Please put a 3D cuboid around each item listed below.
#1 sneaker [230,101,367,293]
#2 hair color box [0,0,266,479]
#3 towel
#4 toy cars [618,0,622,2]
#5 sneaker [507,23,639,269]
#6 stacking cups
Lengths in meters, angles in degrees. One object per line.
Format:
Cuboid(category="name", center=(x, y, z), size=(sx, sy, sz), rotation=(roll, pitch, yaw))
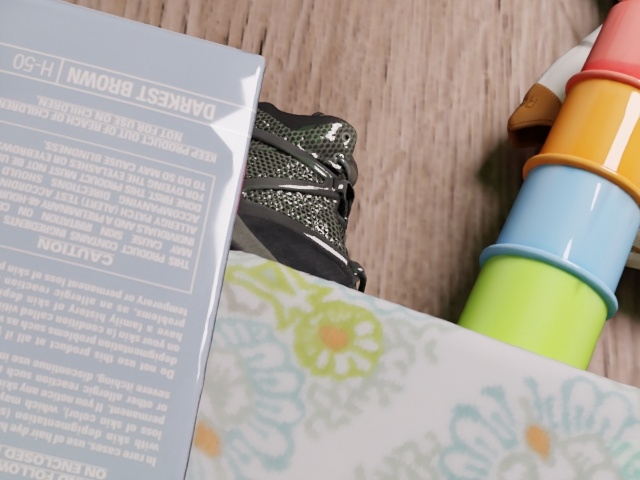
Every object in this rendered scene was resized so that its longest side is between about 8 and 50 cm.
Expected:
Cuboid(category="sneaker", center=(0.000, 0.000, 0.929), size=(0.130, 0.087, 0.227), rotation=(-31, 62, -23))
Cuboid(category="hair color box", center=(-0.118, 0.117, 0.561), size=(0.113, 0.185, 0.375), rotation=(15, 59, -8))
Cuboid(category="towel", center=(0.002, 0.180, 0.694), size=(0.374, 0.090, 0.321), rotation=(19, 60, 10))
Cuboid(category="toy cars", center=(0.336, -0.144, 1.123), size=(0.393, 0.087, 0.176), rotation=(34, 49, 15))
Cuboid(category="sneaker", center=(0.233, 0.003, 0.997), size=(0.123, 0.106, 0.290), rotation=(-39, 72, -7))
Cuboid(category="stacking cups", center=(0.145, -0.001, 0.897), size=(0.096, 0.096, 0.316), rotation=(25, 73, 5))
